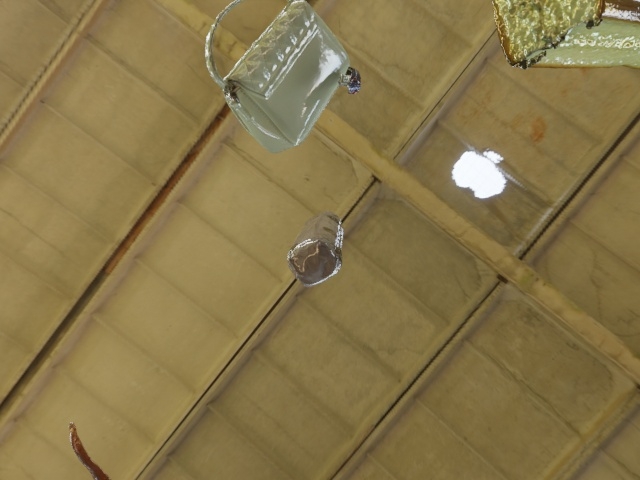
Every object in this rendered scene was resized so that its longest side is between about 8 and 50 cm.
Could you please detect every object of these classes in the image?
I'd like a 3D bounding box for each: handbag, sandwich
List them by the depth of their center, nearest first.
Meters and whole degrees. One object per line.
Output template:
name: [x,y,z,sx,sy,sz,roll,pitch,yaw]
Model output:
sandwich: [0.321,-0.265,0.701,0.236,0.122,0.128,-8,-95,-34]
handbag: [-0.073,-0.285,0.975,0.219,0.079,0.256,48,-126,-28]

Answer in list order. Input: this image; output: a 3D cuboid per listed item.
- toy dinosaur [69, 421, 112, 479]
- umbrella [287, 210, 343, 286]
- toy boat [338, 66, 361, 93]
toy dinosaur: [-0.324,0.520,1.018,0.432,0.097,0.208,45,-62,-1]
umbrella: [0.000,0.000,0.968,0.073,0.337,0.067,-19,-81,6]
toy boat: [0.045,-0.256,0.988,0.038,0.083,0.038,-1,-61,-2]
